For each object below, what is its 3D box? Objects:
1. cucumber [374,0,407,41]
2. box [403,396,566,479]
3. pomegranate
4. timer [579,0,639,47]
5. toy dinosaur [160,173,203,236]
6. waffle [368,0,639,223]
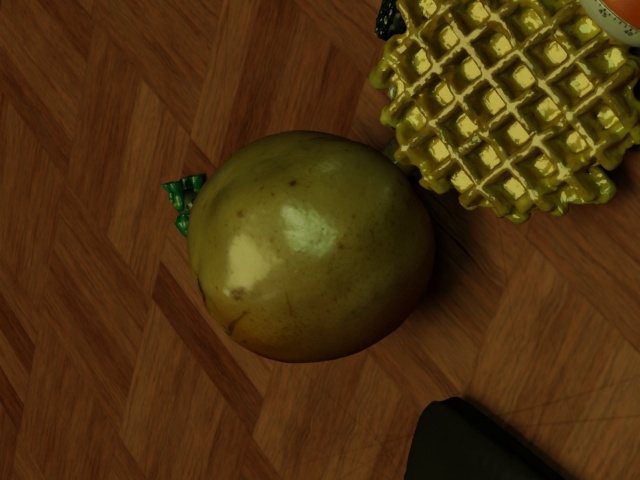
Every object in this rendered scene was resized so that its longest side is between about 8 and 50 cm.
[{"bbox_3d":[0.114,-0.310,1.728,0.058,0.058,0.187,56,139,29],"label":"cucumber"},{"bbox_3d":[0.206,0.367,1.787,0.289,0.073,0.290,36,127,44],"label":"box"},{"bbox_3d":[0.000,0.000,1.786,0.319,0.319,0.319,22,118,51],"label":"pomegranate"},{"bbox_3d":[0.308,-0.263,1.419,0.136,0.099,0.136,30,134,38],"label":"timer"},{"bbox_3d":[-0.198,-0.050,2.269,0.132,0.059,0.096,5,112,64],"label":"toy dinosaur"},{"bbox_3d":[0.199,-0.166,1.553,0.329,0.062,0.329,5,99,31],"label":"waffle"}]
